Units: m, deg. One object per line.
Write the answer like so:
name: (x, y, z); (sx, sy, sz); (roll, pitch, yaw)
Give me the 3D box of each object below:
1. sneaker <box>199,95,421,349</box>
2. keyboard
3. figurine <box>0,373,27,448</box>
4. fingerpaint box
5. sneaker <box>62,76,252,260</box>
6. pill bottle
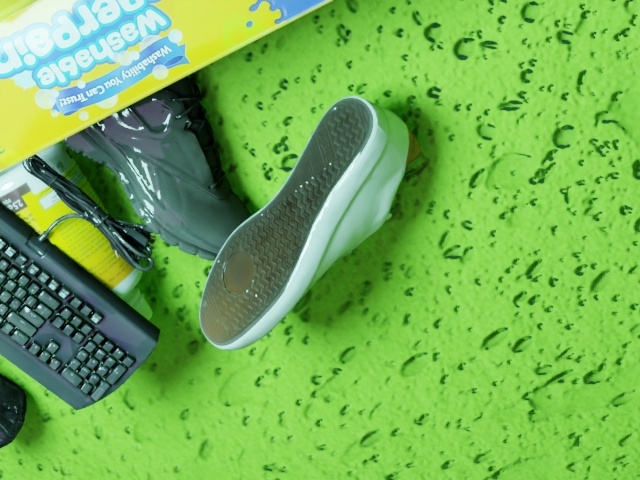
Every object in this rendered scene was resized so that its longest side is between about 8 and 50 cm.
sneaker: (0.000, 0.000, 1.531); (0.290, 0.123, 0.106); (-52, 52, 15)
keyboard: (-0.291, 0.015, 1.545); (0.317, 0.033, 0.201); (39, 98, -15)
figurine: (-0.476, 0.179, 1.733); (0.215, 0.092, 0.209); (-34, 120, 17)
fingerpaint box: (-0.186, -0.324, 1.363); (0.445, 0.163, 0.371); (-25, 107, 9)
sneaker: (-0.152, -0.094, 1.557); (0.286, 0.109, 0.130); (43, 108, -12)
pill bottle: (-0.265, 0.010, 1.623); (0.117, 0.117, 0.215); (-24, 107, 24)
